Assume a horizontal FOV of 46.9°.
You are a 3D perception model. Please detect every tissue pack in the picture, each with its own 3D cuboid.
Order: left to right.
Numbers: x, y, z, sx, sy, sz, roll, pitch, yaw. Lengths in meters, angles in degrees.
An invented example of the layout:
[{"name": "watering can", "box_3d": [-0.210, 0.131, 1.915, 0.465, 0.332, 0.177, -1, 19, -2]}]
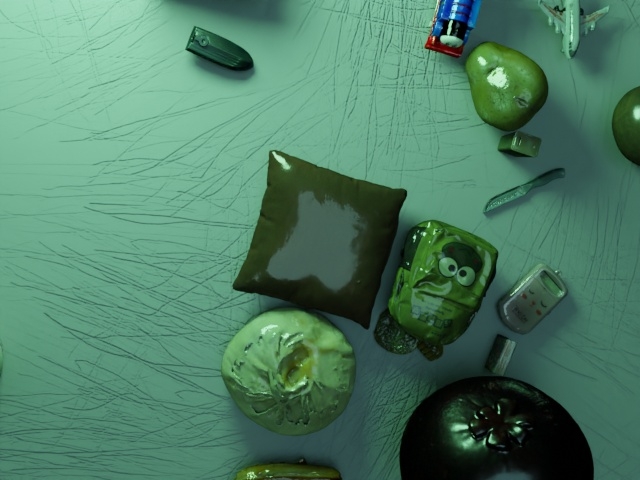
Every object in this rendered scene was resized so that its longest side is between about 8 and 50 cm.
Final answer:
[{"name": "tissue pack", "box_3d": [0.399, 0.254, 1.636, 0.035, 0.063, 0.083, 21, 90, -5]}]

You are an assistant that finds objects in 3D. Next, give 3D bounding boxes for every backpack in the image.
[{"name": "backpack", "box_3d": [0.249, 0.092, 1.559, 0.207, 0.140, 0.253, 23, 86, -11]}]

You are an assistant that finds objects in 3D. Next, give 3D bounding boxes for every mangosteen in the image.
[{"name": "mangosteen", "box_3d": [0.353, 0.487, 1.526, 0.382, 0.382, 0.435, -12, 134, -7]}]

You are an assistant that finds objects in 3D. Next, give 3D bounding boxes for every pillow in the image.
[{"name": "pillow", "box_3d": [0.000, 0.000, 1.535, 0.305, 0.108, 0.308, 16, 88, -9]}]

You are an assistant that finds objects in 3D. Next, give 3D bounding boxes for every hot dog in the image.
[{"name": "hot dog", "box_3d": [-0.076, 0.521, 1.588, 0.250, 0.076, 0.104, 0, 114, -4]}]

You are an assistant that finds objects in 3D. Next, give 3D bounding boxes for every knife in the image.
[{"name": "knife", "box_3d": [0.451, -0.114, 1.639, 0.210, 0.015, 0.028, -24, 103, -5]}]

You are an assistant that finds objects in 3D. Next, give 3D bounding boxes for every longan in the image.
[{"name": "longan", "box_3d": [0.721, -0.246, 1.599, 0.167, 0.167, 0.187, -26, 119, -5]}]

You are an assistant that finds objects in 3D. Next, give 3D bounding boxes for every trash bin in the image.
[{"name": "trash bin", "box_3d": [0.425, -0.206, 1.588, 0.061, 0.092, 0.043, 17, 93, -9]}]

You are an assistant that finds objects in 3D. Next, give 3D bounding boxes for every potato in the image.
[{"name": "potato", "box_3d": [0.380, -0.327, 1.548, 0.157, 0.157, 0.194, -39, 87, -4]}]

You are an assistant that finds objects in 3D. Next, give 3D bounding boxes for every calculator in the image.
[{"name": "calculator", "box_3d": [0.476, 0.129, 1.652, 0.175, 0.032, 0.100, -44, 98, -3]}]

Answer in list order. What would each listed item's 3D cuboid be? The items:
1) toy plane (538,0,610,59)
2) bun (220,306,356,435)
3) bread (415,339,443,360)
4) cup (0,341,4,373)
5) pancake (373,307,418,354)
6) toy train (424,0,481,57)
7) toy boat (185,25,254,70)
[{"name": "toy plane", "box_3d": [0.543, -0.477, 1.598, 0.162, 0.065, 0.171, 4, 96, -9]}, {"name": "bun", "box_3d": [-0.057, 0.277, 1.532, 0.287, 0.146, 0.287, -1, 96, -10]}, {"name": "bread", "box_3d": [0.235, 0.229, 1.626, 0.049, 0.033, 0.088, -39, 99, 3]}, {"name": "cup", "box_3d": [-0.725, 0.259, 1.372, 0.253, 0.274, 0.253, -1, 95, -6]}, {"name": "pancake", "box_3d": [0.170, 0.195, 1.608, 0.108, 0.017, 0.108, -1, 85, 8]}, {"name": "toy train", "box_3d": [0.287, -0.494, 1.527, 0.083, 0.131, 0.204, 14, 92, -9]}, {"name": "toy boat", "box_3d": [-0.200, -0.385, 1.506, 0.141, 0.060, 0.055, 21, 91, -16]}]
